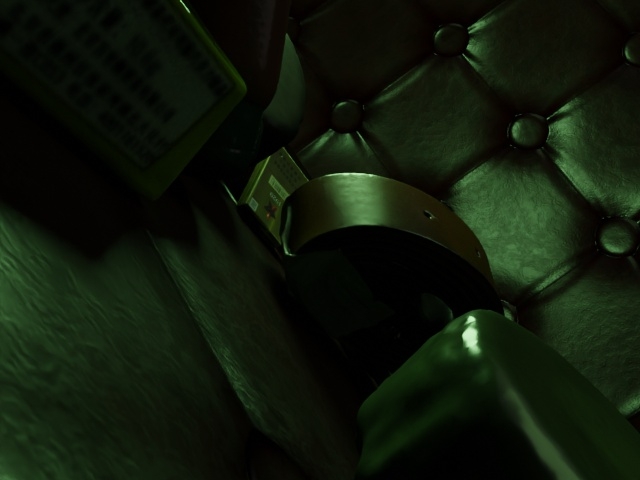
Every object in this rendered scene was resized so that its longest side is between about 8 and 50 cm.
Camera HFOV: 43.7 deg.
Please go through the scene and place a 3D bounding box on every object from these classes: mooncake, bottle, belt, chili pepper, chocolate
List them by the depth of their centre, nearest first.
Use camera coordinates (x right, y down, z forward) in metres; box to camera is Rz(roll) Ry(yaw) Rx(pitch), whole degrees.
[{"bbox_3d":[-0.209,-0.225,0.630,0.289,0.137,0.301,58,5,35],"label":"chocolate"},{"bbox_3d":[0.190,0.242,0.715,0.356,0.194,0.356,39,17,-15],"label":"mooncake"},{"bbox_3d":[-0.104,-0.232,0.828,0.144,0.143,0.336,-90,-171,-89],"label":"bottle"},{"bbox_3d":[-0.142,-0.228,1.033,0.283,0.141,0.283,41,33,-34],"label":"mooncake"},{"bbox_3d":[0.094,0.047,1.055,0.338,0.217,0.122,33,31,-27],"label":"belt"},{"bbox_3d":[0.072,0.154,1.158,0.098,0.061,0.224,21,34,-54],"label":"chili pepper"}]

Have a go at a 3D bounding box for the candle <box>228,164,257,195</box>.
[{"bbox_3d":[-0.130,-0.142,1.213,0.168,0.068,0.192,59,10,26],"label":"candle"}]

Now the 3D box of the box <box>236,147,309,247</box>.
[{"bbox_3d":[-0.065,-0.068,1.144,0.090,0.023,0.133,49,45,-32],"label":"box"}]
